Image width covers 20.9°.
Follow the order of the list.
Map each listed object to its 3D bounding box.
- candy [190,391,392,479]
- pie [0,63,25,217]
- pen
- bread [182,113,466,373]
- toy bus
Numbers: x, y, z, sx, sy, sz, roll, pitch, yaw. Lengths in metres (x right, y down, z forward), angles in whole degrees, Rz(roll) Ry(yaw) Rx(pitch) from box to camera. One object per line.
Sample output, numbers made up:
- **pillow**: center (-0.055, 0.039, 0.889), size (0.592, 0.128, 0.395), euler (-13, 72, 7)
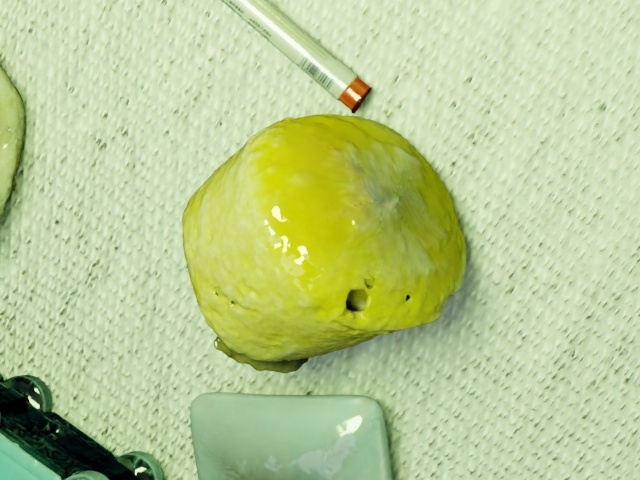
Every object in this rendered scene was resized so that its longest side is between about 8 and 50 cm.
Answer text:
- **candy**: center (-0.024, 0.195, 1.463), size (0.174, 0.071, 0.138), euler (0, 109, 22)
- **pie**: center (-0.402, -0.087, 1.508), size (0.339, 0.077, 0.339), euler (8, 111, 20)
- **pen**: center (-0.056, -0.186, 1.363), size (0.239, 0.028, 0.028), euler (41, 118, 3)
- **bread**: center (0.000, 0.001, 1.333), size (0.170, 0.197, 0.197), euler (-34, 94, 41)
- **toy bus**: center (-0.271, 0.221, 1.513), size (0.271, 0.133, 0.164), euler (33, 101, 13)
